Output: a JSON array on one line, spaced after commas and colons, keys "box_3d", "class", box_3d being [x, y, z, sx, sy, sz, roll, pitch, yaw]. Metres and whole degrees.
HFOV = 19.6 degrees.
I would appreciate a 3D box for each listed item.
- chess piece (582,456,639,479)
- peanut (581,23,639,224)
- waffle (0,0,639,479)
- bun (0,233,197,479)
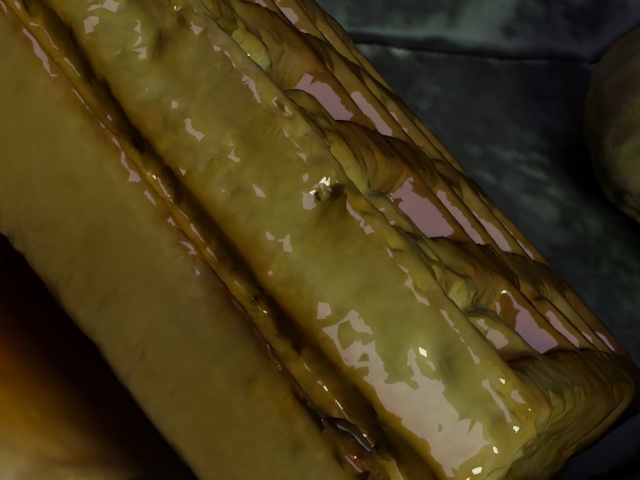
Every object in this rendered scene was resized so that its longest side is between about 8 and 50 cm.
[{"box_3d": [0.179, 0.209, 0.634, 0.195, 0.194, 0.299, -22, 80, -31], "class": "chess piece"}, {"box_3d": [0.215, -0.014, 0.805, 0.224, 0.129, 0.129, 41, 54, 16], "class": "peanut"}, {"box_3d": [0.000, 0.000, 0.603, 0.098, 0.328, 0.224, -42, 77, 6], "class": "waffle"}, {"box_3d": [-0.180, 0.043, 0.562, 0.299, 0.164, 0.299, 32, 18, -12], "class": "bun"}]
